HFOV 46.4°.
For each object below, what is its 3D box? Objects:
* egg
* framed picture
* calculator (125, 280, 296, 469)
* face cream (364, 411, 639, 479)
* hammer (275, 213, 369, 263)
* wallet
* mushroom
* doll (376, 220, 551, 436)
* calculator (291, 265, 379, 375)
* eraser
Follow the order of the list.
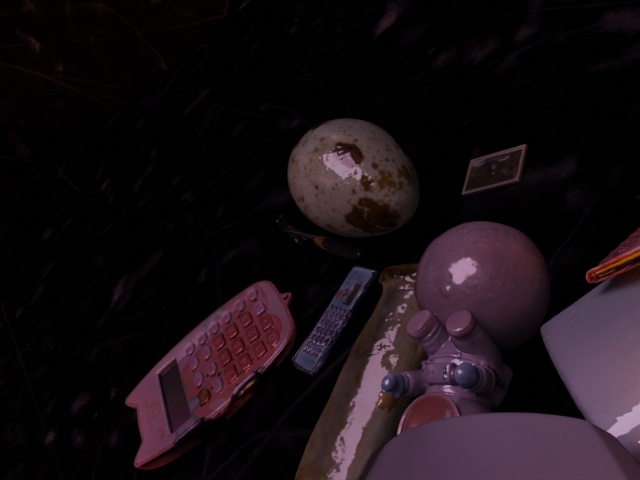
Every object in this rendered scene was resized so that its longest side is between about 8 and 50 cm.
[{"bbox_3d":[0.050,-0.086,1.074,0.169,0.169,0.231,-51,40,-4],"label":"egg"},{"bbox_3d":[0.235,-0.095,1.009,0.089,0.007,0.066,-13,46,44],"label":"framed picture"},{"bbox_3d":[-0.161,0.196,1.145,0.330,0.048,0.220,-43,31,5],"label":"calculator"},{"bbox_3d":[0.116,0.315,0.501,0.312,0.220,0.356,-34,37,42],"label":"face cream"},{"bbox_3d":[0.000,0.000,1.141,0.201,0.078,0.021,20,74,50],"label":"hammer"},{"bbox_3d":[0.327,-0.025,0.686,0.197,0.020,0.103,-32,-8,-36],"label":"wallet"},{"bbox_3d":[0.068,0.162,0.871,0.100,0.081,0.312,0,60,55],"label":"mushroom"},{"bbox_3d":[0.150,0.124,0.764,0.151,0.151,0.287,-10,54,45],"label":"doll"},{"bbox_3d":[0.020,0.109,1.044,0.057,0.018,0.172,14,65,54],"label":"calculator"},{"bbox_3d":[0.341,0.054,0.621,0.290,0.104,0.189,-39,25,15],"label":"eraser"}]
